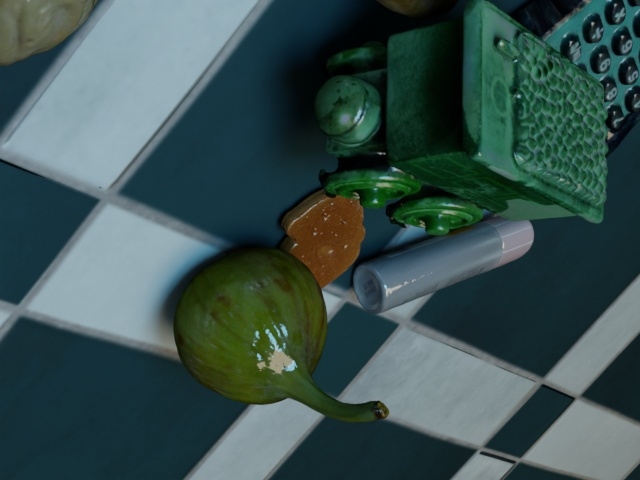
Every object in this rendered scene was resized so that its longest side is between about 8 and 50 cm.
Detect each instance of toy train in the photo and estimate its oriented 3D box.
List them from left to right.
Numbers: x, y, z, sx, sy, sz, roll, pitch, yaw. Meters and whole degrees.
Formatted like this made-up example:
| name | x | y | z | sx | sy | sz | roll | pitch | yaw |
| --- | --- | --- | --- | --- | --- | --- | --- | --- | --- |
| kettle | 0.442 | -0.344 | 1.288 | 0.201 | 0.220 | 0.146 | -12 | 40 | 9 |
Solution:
| name | x | y | z | sx | sy | sz | roll | pitch | yaw |
| --- | --- | --- | --- | --- | --- | --- | --- | --- | --- |
| toy train | 0.116 | -0.093 | 1.119 | 0.266 | 0.201 | 0.145 | 19 | 70 | -52 |

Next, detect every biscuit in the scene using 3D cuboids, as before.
| name | x | y | z | sx | sy | sz | roll | pitch | yaw |
| --- | --- | --- | --- | --- | --- | --- | --- | --- | --- |
| biscuit | 0.000 | 0.000 | 1.283 | 0.102 | 0.019 | 0.130 | -25 | 141 | -22 |

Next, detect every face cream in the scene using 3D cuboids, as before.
| name | x | y | z | sx | sy | sz | roll | pitch | yaw |
| --- | --- | --- | --- | --- | --- | --- | --- | --- | --- |
| face cream | 0.132 | 0.021 | 1.389 | 0.198 | 0.057 | 0.084 | -20 | 172 | -28 |

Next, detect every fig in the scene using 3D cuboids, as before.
| name | x | y | z | sx | sy | sz | roll | pitch | yaw |
| --- | --- | --- | --- | --- | --- | --- | --- | --- | --- |
| fig | -0.027 | 0.107 | 1.181 | 0.149 | 0.245 | 0.149 | -28 | 138 | -28 |

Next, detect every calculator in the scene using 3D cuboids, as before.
| name | x | y | z | sx | sy | sz | roll | pitch | yaw |
| --- | --- | --- | --- | --- | --- | --- | --- | --- | --- |
| calculator | 0.273 | -0.172 | 1.323 | 0.274 | 0.058 | 0.248 | -39 | 145 | -5 |

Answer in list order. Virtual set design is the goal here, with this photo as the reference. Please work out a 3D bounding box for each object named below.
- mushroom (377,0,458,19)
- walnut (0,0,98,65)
| name | x | y | z | sx | sy | sz | roll | pitch | yaw |
| --- | --- | --- | --- | --- | --- | --- | --- | --- | --- |
| mushroom | 0.053 | -0.231 | 1.035 | 0.072 | 0.094 | 0.209 | -53 | 147 | 11 |
| walnut | -0.199 | -0.188 | 0.809 | 0.140 | 0.140 | 0.162 | -23 | 126 | -23 |
